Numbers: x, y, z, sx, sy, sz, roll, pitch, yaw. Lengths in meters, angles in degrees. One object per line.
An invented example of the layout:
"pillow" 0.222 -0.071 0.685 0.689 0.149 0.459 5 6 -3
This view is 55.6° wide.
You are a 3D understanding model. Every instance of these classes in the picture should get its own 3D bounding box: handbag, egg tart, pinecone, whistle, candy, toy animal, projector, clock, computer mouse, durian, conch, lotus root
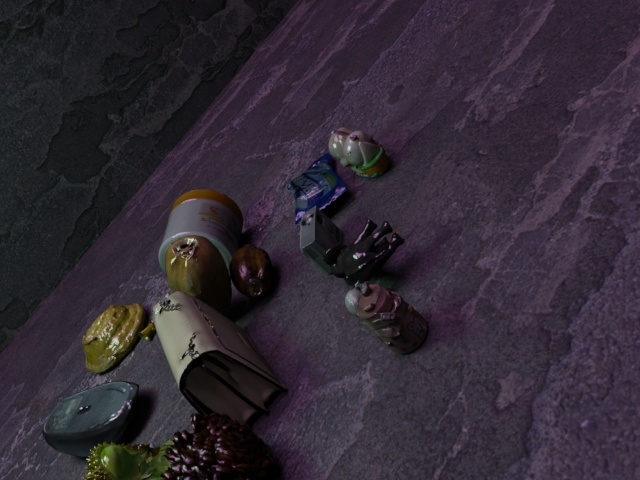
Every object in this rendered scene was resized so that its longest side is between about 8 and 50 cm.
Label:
"handbag" -0.260 0.271 1.417 0.160 0.236 0.358 -47 29 -5
"egg tart" -0.733 0.321 2.111 0.290 0.115 0.290 -33 30 22
"pinecone" -0.206 0.444 1.159 0.221 0.221 0.221 -33 32 23
"whistle" -0.545 0.275 1.993 0.109 0.046 0.057 -56 15 -28
"candy" -0.017 -0.154 1.796 0.187 0.077 0.331 -38 27 11
"toy animal" 0.090 0.025 1.362 0.146 0.114 0.245 -48 -3 -7
"projector" 0.000 0.000 1.536 0.061 0.115 0.147 -31 32 23
"clock" 0.101 -0.250 1.689 0.103 0.144 0.231 -50 28 -9
"computer mouse" -0.640 0.513 1.746 0.374 0.114 0.203 -17 37 30
"durian" -0.390 0.520 1.299 0.200 0.237 0.176 43 119 38
"conch" 0.096 0.134 1.304 0.076 0.056 0.085 -41 67 -10
"lotus root" -0.323 0.120 1.656 0.169 0.342 0.151 25 57 22
"lotus root" -0.193 0.082 1.683 0.120 0.120 0.209 -38 32 15

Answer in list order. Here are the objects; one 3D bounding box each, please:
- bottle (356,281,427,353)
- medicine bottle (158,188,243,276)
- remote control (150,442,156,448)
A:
"bottle" 0.127 0.143 1.150 0.099 0.152 0.099 -31 33 23
"medicine bottle" -0.371 -0.004 1.909 0.238 0.238 0.231 -33 34 24
"remote control" -0.462 0.585 1.503 0.166 0.029 0.065 -52 30 -9
